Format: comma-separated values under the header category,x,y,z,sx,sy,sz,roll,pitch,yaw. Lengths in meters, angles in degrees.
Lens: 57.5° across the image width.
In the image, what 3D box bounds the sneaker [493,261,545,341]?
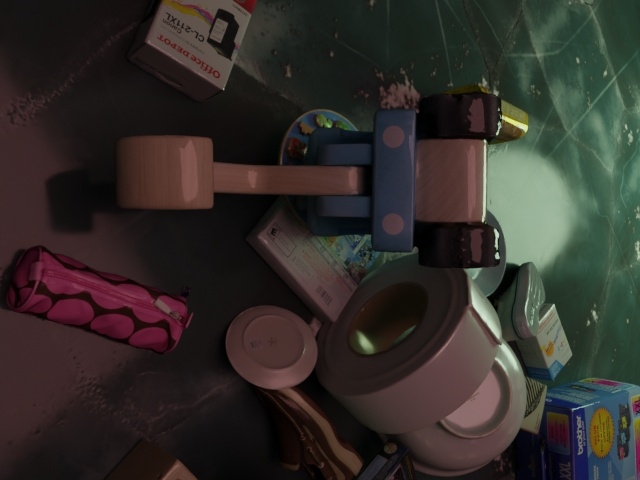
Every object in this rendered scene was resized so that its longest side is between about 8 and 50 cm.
category,x,y,z,sx,sy,sz,roll,pitch,yaw
sneaker,0.426,0.128,1.274,0.094,0.091,0.258,61,35,-12

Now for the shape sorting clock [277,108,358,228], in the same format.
category,x,y,z,sx,sy,sz,roll,pitch,yaw
shape sorting clock,0.016,-0.109,0.938,0.206,0.040,0.206,5,83,-38

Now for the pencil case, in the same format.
category,x,y,z,sx,sy,sz,roll,pitch,yaw
pencil case,-0.268,0.074,0.724,0.209,0.098,0.095,24,73,-34

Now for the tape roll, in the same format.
category,x,y,z,sx,sy,sz,roll,pitch,yaw
tape roll,0.130,0.151,0.911,0.100,0.286,0.286,50,60,-24

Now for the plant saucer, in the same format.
category,x,y,z,sx,sy,sz,roll,pitch,yaw
plant saucer,0.318,0.024,1.224,0.195,0.037,0.194,3,86,-37

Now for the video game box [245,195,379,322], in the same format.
category,x,y,z,sx,sy,sz,roll,pitch,yaw
video game box,0.000,0.000,0.970,0.205,0.048,0.187,51,61,-24

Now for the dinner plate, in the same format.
category,x,y,z,sx,sy,sz,roll,pitch,yaw
dinner plate,-0.071,0.154,0.873,0.141,0.017,0.141,10,49,-11

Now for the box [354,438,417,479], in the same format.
category,x,y,z,sx,sy,sz,roll,pitch,yaw
box,0.109,0.476,0.989,0.159,0.044,0.233,-39,126,-34

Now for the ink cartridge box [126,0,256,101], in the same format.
category,x,y,z,sx,sy,sz,roll,pitch,yaw
ink cartridge box,-0.178,-0.308,0.835,0.127,0.072,0.175,27,71,-34

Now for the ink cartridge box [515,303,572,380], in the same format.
category,x,y,z,sx,sy,sz,roll,pitch,yaw
ink cartridge box,0.502,0.215,1.339,0.104,0.062,0.181,-36,108,-34

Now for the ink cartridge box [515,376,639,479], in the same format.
category,x,y,z,sx,sy,sz,roll,pitch,yaw
ink cartridge box,0.582,0.482,1.333,0.396,0.151,0.269,0,87,-36

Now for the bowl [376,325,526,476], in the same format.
category,x,y,z,sx,sy,sz,roll,pitch,yaw
bowl,0.235,0.259,1.000,0.298,0.134,0.297,2,78,-8

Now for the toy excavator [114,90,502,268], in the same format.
category,x,y,z,sx,sy,sz,roll,pitch,yaw
toy excavator,0.015,-0.077,0.793,0.433,0.446,0.222,-23,113,-78

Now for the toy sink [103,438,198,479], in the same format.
category,x,y,z,sx,sy,sz,roll,pitch,yaw
toy sink,-0.186,0.399,0.746,0.153,0.131,0.234,-46,115,-30

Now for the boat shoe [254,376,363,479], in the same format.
category,x,y,z,sx,sy,sz,roll,pitch,yaw
boat shoe,-0.028,0.311,0.902,0.095,0.095,0.257,-49,116,-23

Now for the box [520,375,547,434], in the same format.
category,x,y,z,sx,sy,sz,roll,pitch,yaw
box,0.340,0.307,1.186,0.275,0.094,0.113,26,73,-34

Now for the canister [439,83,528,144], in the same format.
category,x,y,z,sx,sy,sz,roll,pitch,yaw
canister,0.328,-0.252,1.195,0.170,0.126,0.073,10,81,-39
